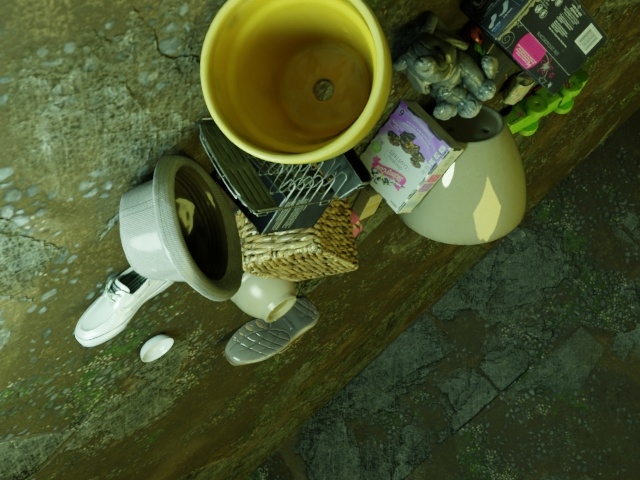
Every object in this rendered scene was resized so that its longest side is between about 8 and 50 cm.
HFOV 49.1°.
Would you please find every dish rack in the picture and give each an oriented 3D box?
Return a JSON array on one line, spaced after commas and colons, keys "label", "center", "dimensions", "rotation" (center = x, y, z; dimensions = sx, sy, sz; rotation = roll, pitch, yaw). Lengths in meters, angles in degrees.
[{"label": "dish rack", "center": [-0.062, -0.144, 1.163], "dimensions": [0.271, 0.208, 0.074], "rotation": [-14, 154, -48]}]

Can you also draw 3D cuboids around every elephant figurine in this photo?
[{"label": "elephant figurine", "center": [0.221, -0.345, 1.339], "dimensions": [0.239, 0.186, 0.169], "rotation": [22, 81, -40]}]

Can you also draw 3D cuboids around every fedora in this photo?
[{"label": "fedora", "center": [-0.239, -0.011, 1.149], "dimensions": [0.124, 0.244, 0.275], "rotation": [-14, 163, 12]}]

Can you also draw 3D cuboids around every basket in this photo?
[{"label": "basket", "center": [-0.064, -0.043, 1.515], "dimensions": [0.213, 0.223, 0.299], "rotation": [-12, 167, 18]}]

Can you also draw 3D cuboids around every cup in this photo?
[{"label": "cup", "center": [0.340, -0.187, 1.674], "dimensions": [0.331, 0.331, 0.237], "rotation": [-31, 142, -25]}]

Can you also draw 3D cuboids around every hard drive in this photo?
[{"label": "hard drive", "center": [0.402, -0.434, 1.595], "dimensions": [0.172, 0.054, 0.255], "rotation": [-19, 150, -46]}]

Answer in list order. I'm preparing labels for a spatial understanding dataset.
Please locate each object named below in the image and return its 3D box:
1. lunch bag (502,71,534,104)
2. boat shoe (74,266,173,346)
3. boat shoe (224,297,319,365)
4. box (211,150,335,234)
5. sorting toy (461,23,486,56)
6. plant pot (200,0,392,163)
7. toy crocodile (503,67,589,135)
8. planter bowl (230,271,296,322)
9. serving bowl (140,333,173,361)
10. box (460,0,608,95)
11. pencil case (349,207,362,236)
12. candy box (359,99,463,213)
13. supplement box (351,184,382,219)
[{"label": "lunch bag", "center": [0.525, -0.407, 1.875], "dimensions": [0.083, 0.053, 0.071], "rotation": [-37, 164, -40]}, {"label": "boat shoe", "center": [-0.369, 0.097, 1.300], "dimensions": [0.226, 0.083, 0.076], "rotation": [-45, 151, -23]}, {"label": "boat shoe", "center": [-0.138, 0.280, 2.007], "dimensions": [0.324, 0.123, 0.116], "rotation": [-22, 155, -37]}, {"label": "box", "center": [-0.082, -0.101, 1.270], "dimensions": [0.158, 0.156, 0.093], "rotation": [-11, 143, -54]}, {"label": "sorting toy", "center": [0.317, -0.404, 1.473], "dimensions": [0.042, 0.102, 0.061], "rotation": [-9, 154, 32]}, {"label": "plant pot", "center": [-0.014, -0.235, 1.025], "dimensions": [0.254, 0.254, 0.239], "rotation": [-46, 174, 12]}, {"label": "toy crocodile", "center": [0.652, -0.408, 2.051], "dimensions": [0.340, 0.105, 0.115], "rotation": [-32, 159, -12]}, {"label": "planter bowl", "center": [-0.129, 0.133, 1.734], "dimensions": [0.162, 0.109, 0.162], "rotation": [-34, 158, -16]}, {"label": "serving bowl", "center": [-0.383, 0.244, 1.623], "dimensions": [0.083, 0.027, 0.083], "rotation": [-36, 159, -16]}, {"label": "box", "center": [0.431, -0.438, 1.408], "dimensions": [0.247, 0.142, 0.163], "rotation": [24, 115, -43]}, {"label": "pencil case", "center": [0.000, 0.000, 1.720], "dimensions": [0.209, 0.095, 0.098], "rotation": [-36, -162, -14]}, {"label": "candy box", "center": [0.193, -0.185, 1.573], "dimensions": [0.070, 0.165, 0.196], "rotation": [-9, 142, -54]}, {"label": "supplement box", "center": [0.123, -0.101, 1.804], "dimensions": [0.062, 0.036, 0.098], "rotation": [-25, 155, -36]}]
